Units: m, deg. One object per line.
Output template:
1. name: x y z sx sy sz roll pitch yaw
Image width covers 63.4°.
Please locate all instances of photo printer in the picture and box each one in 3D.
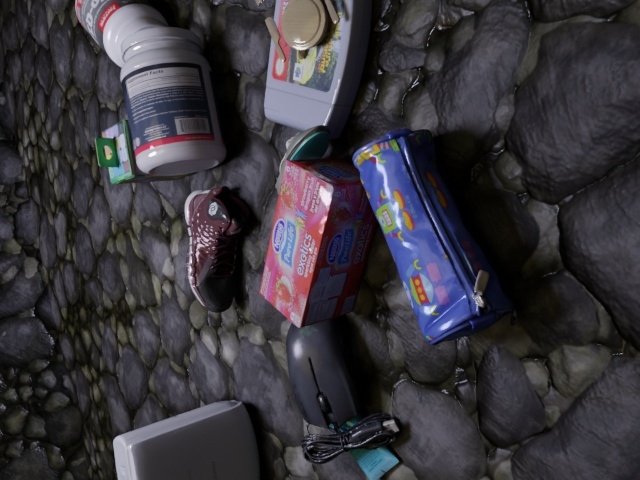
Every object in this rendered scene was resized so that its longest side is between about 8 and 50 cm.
1. photo printer: -0.268 0.497 1.115 0.107 0.308 0.255 -12 85 47

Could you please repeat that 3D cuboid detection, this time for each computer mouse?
1. computer mouse: 0.011 0.241 0.906 0.189 0.072 0.272 -23 74 18

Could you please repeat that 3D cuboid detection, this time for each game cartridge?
1. game cartridge: -0.006 -0.331 0.874 0.196 0.060 0.294 25 115 38

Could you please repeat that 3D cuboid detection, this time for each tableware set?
1. tableware set: -0.040 -0.397 0.834 0.128 0.039 0.194 -23 86 35

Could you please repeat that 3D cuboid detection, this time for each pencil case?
1. pencil case: 0.150 -0.009 0.710 0.133 0.119 0.306 119 131 -71

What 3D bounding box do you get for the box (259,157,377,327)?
1. box: 0.000 0.000 0.870 0.123 0.128 0.256 34 121 38

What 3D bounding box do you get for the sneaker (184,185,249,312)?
1. sneaker: -0.214 0.014 1.124 0.163 0.106 0.281 -14 86 44

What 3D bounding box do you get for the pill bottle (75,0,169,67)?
1. pill bottle: -0.464 -0.512 1.253 0.283 0.161 0.161 46 128 32

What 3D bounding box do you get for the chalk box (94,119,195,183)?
1. chalk box: -0.428 -0.208 1.230 0.132 0.213 0.132 -5 94 48

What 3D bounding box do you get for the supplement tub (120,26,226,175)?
1. supplement tub: -0.317 -0.288 1.112 0.191 0.191 0.272 -12 88 48

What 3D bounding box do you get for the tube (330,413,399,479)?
1. tube: 0.050 0.333 0.939 0.207 0.052 0.080 48 128 24

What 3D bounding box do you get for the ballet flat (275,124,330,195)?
1. ballet flat: -0.041 -0.141 0.902 0.068 0.072 0.213 64 153 23
